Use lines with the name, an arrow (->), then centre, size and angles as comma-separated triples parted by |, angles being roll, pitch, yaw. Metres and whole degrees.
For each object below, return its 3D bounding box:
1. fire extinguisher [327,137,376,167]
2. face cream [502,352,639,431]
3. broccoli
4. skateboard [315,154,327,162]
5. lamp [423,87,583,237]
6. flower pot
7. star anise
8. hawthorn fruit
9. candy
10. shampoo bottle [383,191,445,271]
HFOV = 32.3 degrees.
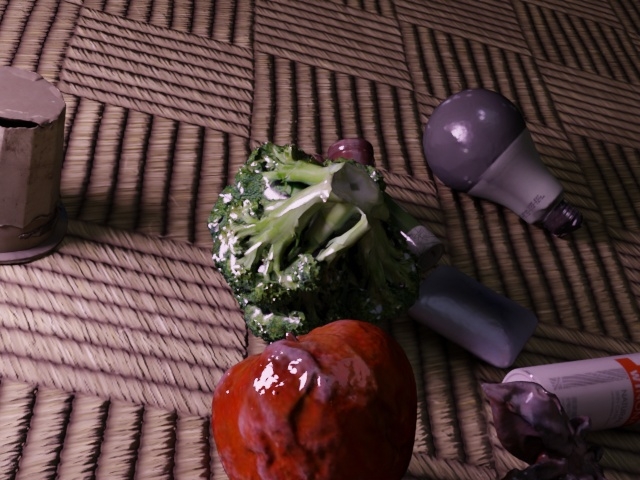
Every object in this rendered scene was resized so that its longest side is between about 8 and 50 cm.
fire extinguisher -> 0.040, -0.034, 1.684 | 0.106, 0.075, 0.252 | 6, 63, -20
face cream -> 0.412, 0.210, 1.538 | 0.345, 0.102, 0.102 | -3, 41, -29
broccoli -> 0.000, 0.000, 1.477 | 0.307, 0.275, 0.308 | 15, 58, -25
skateboard -> -0.026, -0.088, 1.764 | 0.080, 0.067, 0.151 | 20, 37, 15
lamp -> 0.305, -0.116, 1.925 | 0.314, 0.182, 0.182 | 58, 38, -4
flower pot -> -0.425, -0.105, 1.450 | 0.212, 0.203, 0.212 | 12, 38, -10
star anise -> 0.300, 0.291, 1.333 | 0.198, 0.110, 0.258 | 4, 63, -38
hawthorn fruit -> 0.010, 0.229, 1.207 | 0.242, 0.242, 0.272 | -15, 80, -41
candy -> 0.219, 0.109, 1.601 | 0.174, 0.071, 0.138 | 29, 36, 15
shampoo bottle -> 0.108, -0.033, 1.753 | 0.065, 0.065, 0.204 | -16, 48, -42
